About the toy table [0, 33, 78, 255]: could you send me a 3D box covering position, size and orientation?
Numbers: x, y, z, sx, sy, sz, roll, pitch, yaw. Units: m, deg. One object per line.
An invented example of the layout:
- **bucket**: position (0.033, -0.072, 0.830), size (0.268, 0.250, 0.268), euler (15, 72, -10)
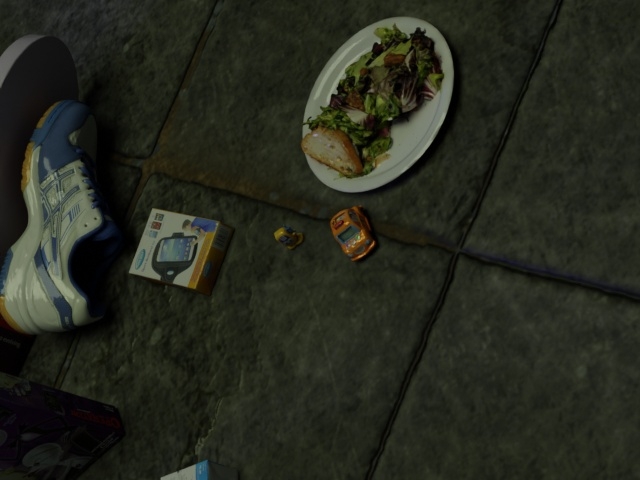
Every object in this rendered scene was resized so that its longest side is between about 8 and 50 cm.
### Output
- **toy table**: position (-0.418, -0.122, 1.981), size (0.161, 0.252, 0.274), euler (6, 65, 27)

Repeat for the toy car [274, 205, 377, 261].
- **toy car**: position (0.000, 0.000, 1.658), size (0.122, 0.040, 0.060), euler (-21, 57, 33)

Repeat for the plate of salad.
- **plate of salad**: position (0.052, -0.146, 1.677), size (0.200, 0.048, 0.200), euler (-21, 57, 35)

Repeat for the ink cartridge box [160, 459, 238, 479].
- **ink cartridge box**: position (-0.130, 0.253, 1.647), size (0.083, 0.048, 0.028), euler (-25, 55, 32)

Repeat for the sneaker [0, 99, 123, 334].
- **sneaker**: position (-0.283, -0.028, 1.906), size (0.131, 0.112, 0.296), euler (-2, 69, 23)

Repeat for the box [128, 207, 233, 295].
- **box**: position (-0.163, 0.011, 1.812), size (0.136, 0.028, 0.081), euler (11, 78, 43)

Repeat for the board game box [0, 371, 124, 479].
- **board game box**: position (-0.404, 0.279, 1.774), size (0.347, 0.208, 0.056), euler (-42, 47, 20)

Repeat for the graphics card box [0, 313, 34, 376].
- **graphics card box**: position (-0.503, 0.200, 1.884), size (0.094, 0.233, 0.371), euler (22, 85, 45)
